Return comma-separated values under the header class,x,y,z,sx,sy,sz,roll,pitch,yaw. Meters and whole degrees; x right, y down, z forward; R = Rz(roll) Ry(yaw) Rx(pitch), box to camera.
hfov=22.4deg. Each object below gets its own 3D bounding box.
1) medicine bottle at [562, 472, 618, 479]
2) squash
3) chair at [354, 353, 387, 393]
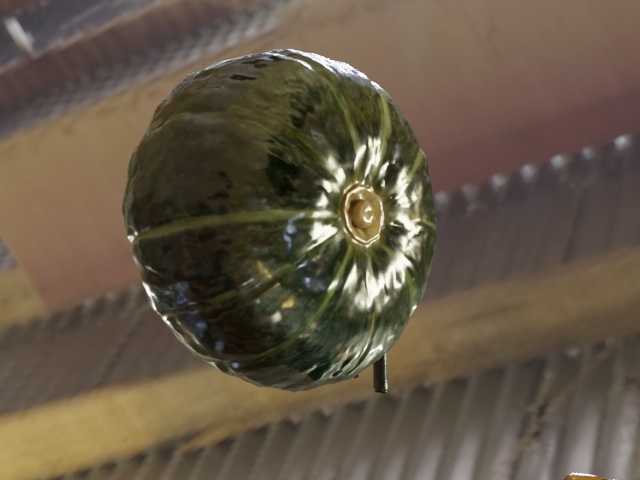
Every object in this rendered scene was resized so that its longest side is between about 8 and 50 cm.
class,x,y,z,sx,sy,sz,roll,pitch,yaw
medicine bottle,0.339,0.398,2.087,0.112,0.222,0.149,13,-111,3
squash,-0.024,-0.015,1.195,0.165,0.252,0.252,-6,-148,42
chair,0.000,0.000,1.504,0.172,0.246,0.159,14,173,13
